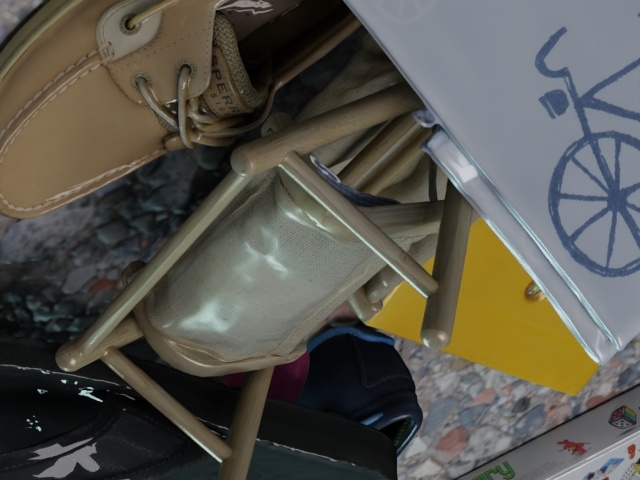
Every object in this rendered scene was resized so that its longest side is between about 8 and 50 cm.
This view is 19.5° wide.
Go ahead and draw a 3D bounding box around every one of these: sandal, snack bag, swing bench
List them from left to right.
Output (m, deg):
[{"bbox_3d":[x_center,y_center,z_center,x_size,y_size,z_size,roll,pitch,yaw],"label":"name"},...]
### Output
[{"bbox_3d":[-0.150,0.154,1.284,0.446,0.107,0.167,13,147,-19],"label":"sandal"},{"bbox_3d":[0.000,0.000,1.219,0.253,0.165,0.254,-44,-174,42],"label":"swing bench"},{"bbox_3d":[0.175,-0.149,1.155,0.323,0.342,0.037,-41,-175,-22],"label":"snack bag"}]

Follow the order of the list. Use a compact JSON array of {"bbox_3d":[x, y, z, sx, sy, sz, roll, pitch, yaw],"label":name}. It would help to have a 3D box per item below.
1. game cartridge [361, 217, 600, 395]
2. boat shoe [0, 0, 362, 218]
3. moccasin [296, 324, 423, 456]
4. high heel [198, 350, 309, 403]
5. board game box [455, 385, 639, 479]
[{"bbox_3d":[0.210,-0.033,1.500,0.285,0.052,0.323,21,111,-43],"label":"game cartridge"},{"bbox_3d":[-0.083,-0.120,1.173,0.341,0.110,0.121,-39,138,3],"label":"boat shoe"},{"bbox_3d":[-0.035,0.226,1.514,0.138,0.117,0.342,6,124,-37],"label":"moccasin"},{"bbox_3d":[-0.124,0.142,1.409,0.244,0.082,0.117,-33,151,16],"label":"high heel"},{"bbox_3d":[0.199,0.274,1.763,0.305,0.053,0.193,-25,137,-12],"label":"board game box"}]
